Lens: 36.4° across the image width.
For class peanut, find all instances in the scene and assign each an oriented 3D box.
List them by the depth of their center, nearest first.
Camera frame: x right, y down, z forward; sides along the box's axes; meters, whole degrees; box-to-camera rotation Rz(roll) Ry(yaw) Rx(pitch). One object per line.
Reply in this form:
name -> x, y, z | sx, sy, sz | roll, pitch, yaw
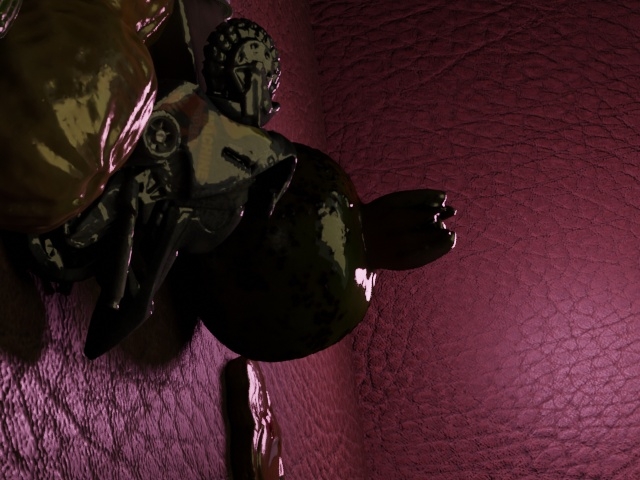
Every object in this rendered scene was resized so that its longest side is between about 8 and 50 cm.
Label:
peanut -> -0.185, -0.132, 0.701 | 0.305, 0.147, 0.147 | -92, 170, -48

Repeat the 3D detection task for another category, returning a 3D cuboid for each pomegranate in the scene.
pomegranate -> 0.000, 0.000, 1.204 | 0.285, 0.340, 0.285 | -12, 90, -79

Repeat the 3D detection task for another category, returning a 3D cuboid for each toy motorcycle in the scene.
toy motorcycle -> -0.119, -0.051, 0.822 | 0.307, 0.108, 0.173 | -47, 127, -28

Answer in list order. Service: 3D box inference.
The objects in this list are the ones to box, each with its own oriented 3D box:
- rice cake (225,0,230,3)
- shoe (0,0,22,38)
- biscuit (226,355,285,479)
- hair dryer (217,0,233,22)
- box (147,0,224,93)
rice cake -> -0.186, -0.460, 1.518 | 0.237, 0.043, 0.127 | 45, 37, -76
shoe -> -0.226, -0.221, 0.564 | 0.140, 0.128, 0.262 | 89, 0, -55
biscuit -> -0.082, 0.320, 1.354 | 0.183, 0.047, 0.320 | 55, 28, -67
hair dryer -> -0.170, -0.275, 1.376 | 0.082, 0.047, 0.137 | 119, -6, -48
box -> -0.166, -0.175, 0.967 | 0.210, 0.129, 0.148 | -63, 144, -78
